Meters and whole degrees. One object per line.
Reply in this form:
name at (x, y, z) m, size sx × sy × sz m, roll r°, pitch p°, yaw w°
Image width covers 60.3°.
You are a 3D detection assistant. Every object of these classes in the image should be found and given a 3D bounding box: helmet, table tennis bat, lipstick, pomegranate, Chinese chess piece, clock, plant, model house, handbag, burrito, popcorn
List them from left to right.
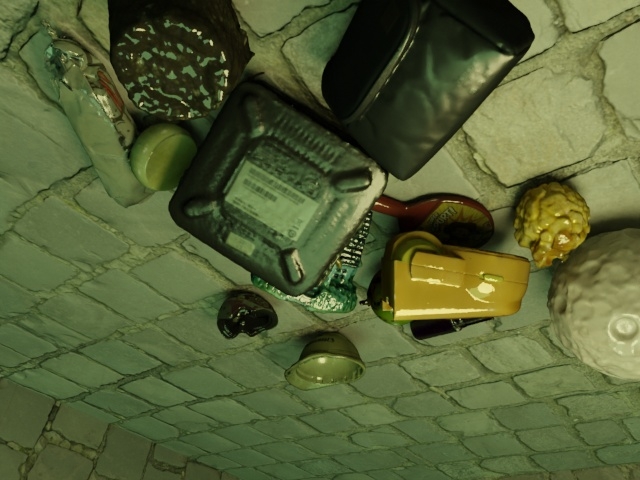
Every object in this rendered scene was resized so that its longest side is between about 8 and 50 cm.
burrito at (-0.435, -0.231, 1.110) m, size 0.139 × 0.101 × 0.445 m, roll 13°, pitch 143°, yaw 17°
Chinese chess piece at (-0.323, -0.172, 1.139) m, size 0.058 × 0.144 × 0.144 m, roll 36°, pitch 149°, yaw 25°
plant at (-0.209, -0.322, 0.833) m, size 0.199 × 0.276 × 0.188 m, roll -13°, pitch 142°, yaw 10°
helmet at (-0.221, 0.211, 1.630) m, size 0.177 × 0.107 × 0.153 m, roll -6°, pitch 141°, yaw -14°
model house at (0.000, 0.000, 1.260) m, size 0.261 × 0.226 × 0.241 m, roll 18°, pitch 116°, yaw -16°
helmet at (0.014, 0.368, 1.755) m, size 0.258 × 0.137 × 0.204 m, roll -14°, pitch 137°, yaw 15°
handbag at (0.123, -0.276, 0.847) m, size 0.275 × 0.178 × 0.302 m, roll 41°, pitch 138°, yaw 1°
pomegranate at (0.215, 0.121, 1.416) m, size 0.156 × 0.156 × 0.220 m, roll 32°, pitch 118°, yaw -27°
table tennis bat at (0.259, -0.046, 1.287) m, size 0.310 × 0.038 × 0.200 m, roll 16°, pitch 141°, yaw -17°
clock at (0.302, 0.086, 1.238) m, size 0.317 × 0.200 × 0.244 m, roll 6°, pitch -178°, yaw -2°
lipstick at (0.390, 0.212, 1.549) m, size 0.300 × 0.081 × 0.081 m, roll -25°, pitch 131°, yaw 34°
popcorn at (0.487, -0.032, 1.168) m, size 0.170 × 0.180 × 0.180 m, roll 47°, pitch 136°, yaw 4°

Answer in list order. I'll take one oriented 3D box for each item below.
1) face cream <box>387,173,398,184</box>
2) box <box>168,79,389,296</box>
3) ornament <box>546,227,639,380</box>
face cream at (0.172, -0.215, 1.052) m, size 0.077 × 0.077 × 0.250 m, roll 17°, pitch 140°, yaw -12°
box at (-0.083, -0.092, 1.086) m, size 0.359 × 0.091 × 0.350 m, roll 32°, pitch 110°, yaw -5°
ornament at (0.678, 0.130, 1.208) m, size 0.337 × 0.337 × 0.337 m, roll 4°, pitch 141°, yaw 4°
